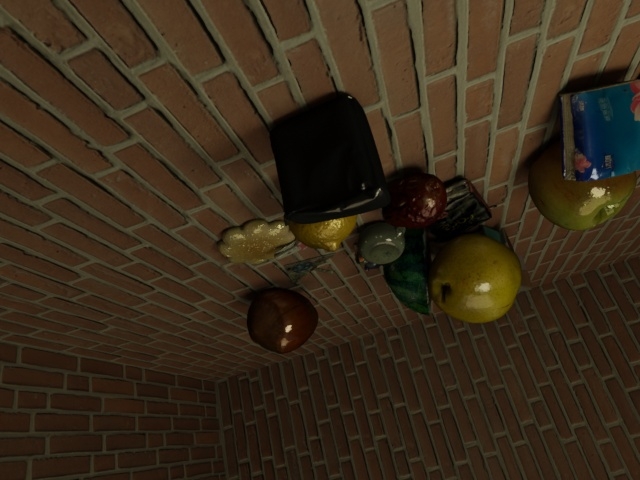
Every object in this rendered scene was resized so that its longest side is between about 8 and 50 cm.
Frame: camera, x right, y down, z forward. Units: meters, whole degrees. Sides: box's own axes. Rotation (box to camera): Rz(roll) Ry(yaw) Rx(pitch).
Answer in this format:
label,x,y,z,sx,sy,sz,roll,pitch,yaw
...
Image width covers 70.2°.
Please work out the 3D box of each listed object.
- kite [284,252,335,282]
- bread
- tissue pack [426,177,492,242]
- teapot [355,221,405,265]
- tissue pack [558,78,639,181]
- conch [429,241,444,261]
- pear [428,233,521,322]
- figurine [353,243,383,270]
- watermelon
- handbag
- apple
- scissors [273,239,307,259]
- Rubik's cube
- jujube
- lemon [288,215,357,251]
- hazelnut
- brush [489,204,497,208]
label,x,y,z,sx,sy,sz,roll,pitch,yaw
kite,-0.043,0.134,2.145,0.314,0.011,0.335,10,146,-41
bread,-0.242,0.014,1.751,0.316,0.054,0.316,-10,153,-5
tissue pack,0.527,-0.114,1.804,0.245,0.123,0.332,-24,153,25
teapot,0.249,0.006,1.878,0.193,0.129,0.294,29,129,-29
tissue pack,0.840,-0.324,1.361,0.209,0.269,0.137,-11,-164,-2
conch,0.516,0.069,2.213,0.158,0.127,0.255,-45,177,-3
pear,0.631,0.151,1.859,0.418,0.362,0.362,-7,154,-31
figurine,0.216,0.079,2.066,0.111,0.102,0.195,-5,167,36
watermelon,0.374,0.133,1.996,0.222,0.292,0.319,1,144,22
handbag,0.019,-0.188,1.199,0.275,0.301,0.178,-20,161,17
apple,0.925,-0.206,1.610,0.339,0.305,0.338,-11,153,-5
scissors,-0.070,0.011,1.767,0.242,0.030,0.118,-28,140,-12
Rubik's cube,0.785,0.136,2.202,0.387,0.358,0.368,-1,150,-2
jujube,0.320,-0.129,1.593,0.197,0.197,0.290,-5,170,-19
lemon,0.003,-0.088,1.437,0.229,0.253,0.228,0,151,0
hazelnut,-0.190,0.387,2.241,0.372,0.372,0.315,-9,111,-12
brush,0.729,-0.141,1.984,0.083,0.008,0.024,-13,151,-1
